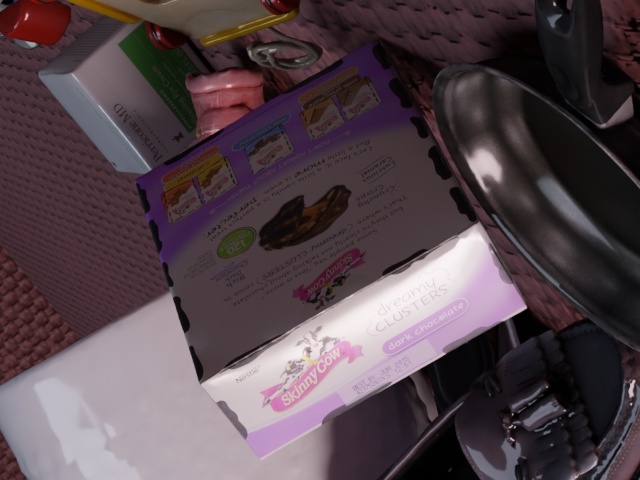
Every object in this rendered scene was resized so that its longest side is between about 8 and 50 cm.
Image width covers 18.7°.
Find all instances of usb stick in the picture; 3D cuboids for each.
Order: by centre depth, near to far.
[{"bbox_3d":[0.112,0.143,1.360,0.278,0.045,0.077,71,-173,-60],"label":"usb stick"}]

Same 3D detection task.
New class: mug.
[{"bbox_3d":[-0.018,0.172,1.436,0.276,0.374,0.328,-29,90,34],"label":"mug"}]

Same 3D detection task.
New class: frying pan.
[{"bbox_3d":[0.111,-0.060,0.928,0.197,0.053,0.326,35,160,44],"label":"frying pan"}]

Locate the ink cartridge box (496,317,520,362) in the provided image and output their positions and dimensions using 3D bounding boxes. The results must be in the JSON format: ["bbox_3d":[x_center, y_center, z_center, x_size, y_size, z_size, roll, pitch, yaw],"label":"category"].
[{"bbox_3d":[0.186,0.217,1.254,0.176,0.069,0.371,79,176,-65],"label":"ink cartridge box"}]

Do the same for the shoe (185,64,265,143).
[{"bbox_3d":[-0.054,-0.081,1.365,0.178,0.063,0.081,-38,-58,-84],"label":"shoe"}]

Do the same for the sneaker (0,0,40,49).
[{"bbox_3d":[-0.272,-0.210,1.692,0.135,0.052,0.058,19,140,48],"label":"sneaker"}]

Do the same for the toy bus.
[{"bbox_3d":[-0.085,-0.176,1.078,0.202,0.191,0.104,116,154,-75],"label":"toy bus"}]

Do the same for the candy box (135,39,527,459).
[{"bbox_3d":[0.000,0.000,1.060,0.070,0.165,0.196,57,-174,-37],"label":"candy box"}]

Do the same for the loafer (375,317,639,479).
[{"bbox_3d":[0.107,0.135,1.156,0.302,0.095,0.109,127,138,-52],"label":"loafer"}]

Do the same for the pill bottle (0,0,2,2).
[{"bbox_3d":[-0.317,-0.277,1.375,0.162,0.162,0.278,39,164,29],"label":"pill bottle"}]

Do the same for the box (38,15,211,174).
[{"bbox_3d":[-0.138,-0.114,1.452,0.101,0.087,0.102,51,166,-17],"label":"box"}]
